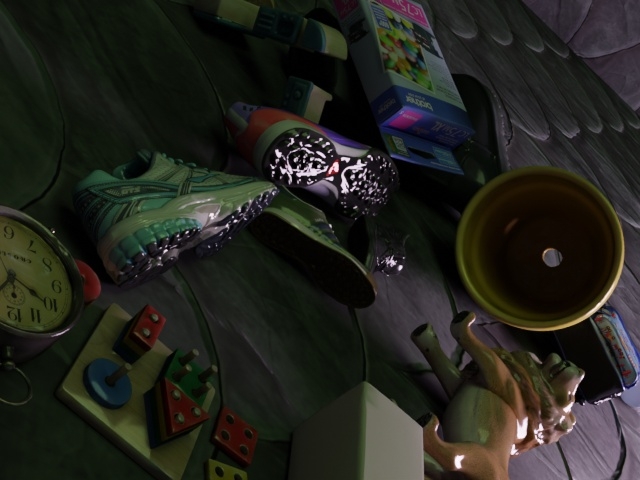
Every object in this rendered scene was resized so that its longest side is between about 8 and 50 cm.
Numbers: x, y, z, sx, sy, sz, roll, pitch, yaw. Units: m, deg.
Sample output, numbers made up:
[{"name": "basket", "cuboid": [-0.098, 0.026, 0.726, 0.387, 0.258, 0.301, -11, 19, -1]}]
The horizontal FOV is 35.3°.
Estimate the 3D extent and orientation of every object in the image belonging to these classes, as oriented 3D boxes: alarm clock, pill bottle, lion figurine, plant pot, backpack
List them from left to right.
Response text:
[{"name": "alarm clock", "cuboid": [-0.256, 0.052, 0.805, 0.129, 0.064, 0.192, 25, 34, -42]}, {"name": "lion figurine", "cuboid": [0.194, 0.238, 1.226, 0.240, 0.142, 0.392, 54, 40, -12]}, {"name": "plant pot", "cuboid": [0.363, 0.020, 1.628, 0.254, 0.254, 0.239, 58, 13, 14]}, {"name": "backpack", "cuboid": [0.467, 0.183, 1.694, 0.158, 0.117, 0.173, 66, 22, 6]}, {"name": "pill bottle", "cuboid": [0.606, 0.272, 1.837, 0.160, 0.087, 0.087, 12, 46, -51]}]

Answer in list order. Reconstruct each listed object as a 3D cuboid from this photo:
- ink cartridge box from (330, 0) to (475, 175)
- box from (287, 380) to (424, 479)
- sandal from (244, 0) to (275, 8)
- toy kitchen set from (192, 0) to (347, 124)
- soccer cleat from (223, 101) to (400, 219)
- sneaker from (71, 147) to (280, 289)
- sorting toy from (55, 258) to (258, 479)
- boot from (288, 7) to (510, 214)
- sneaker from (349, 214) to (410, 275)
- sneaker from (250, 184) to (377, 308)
[{"name": "ink cartridge box", "cuboid": [0.130, -0.253, 1.529, 0.186, 0.065, 0.311, 11, 55, -46]}, {"name": "box", "cuboid": [0.029, 0.270, 0.923, 0.094, 0.113, 0.275, 41, 30, -21]}, {"name": "sandal", "cuboid": [-0.157, -0.417, 1.522, 0.240, 0.088, 0.079, 45, 21, -22]}, {"name": "toy kitchen set", "cuboid": [-0.089, -0.255, 1.457, 0.207, 0.166, 0.122, 23, 9, 34]}, {"name": "soccer cleat", "cuboid": [-0.002, -0.113, 1.374, 0.116, 0.108, 0.318, 43, 15, 33]}, {"name": "sneaker", "cuboid": [-0.146, -0.050, 1.058, 0.122, 0.110, 0.283, 51, 26, 8]}, {"name": "sorting toy", "cuboid": [-0.144, 0.133, 0.897, 0.274, 0.046, 0.132, 44, 28, -15]}, {"name": "boot", "cuboid": [0.124, -0.249, 1.711, 0.445, 0.146, 0.367, 26, 34, -33]}, {"name": "sneaker", "cuboid": [0.084, 0.020, 1.385, 0.089, 0.051, 0.170, 36, 27, -19]}, {"name": "sneaker", "cuboid": [0.000, 0.000, 1.263, 0.192, 0.064, 0.086, 37, 34, -19]}]
